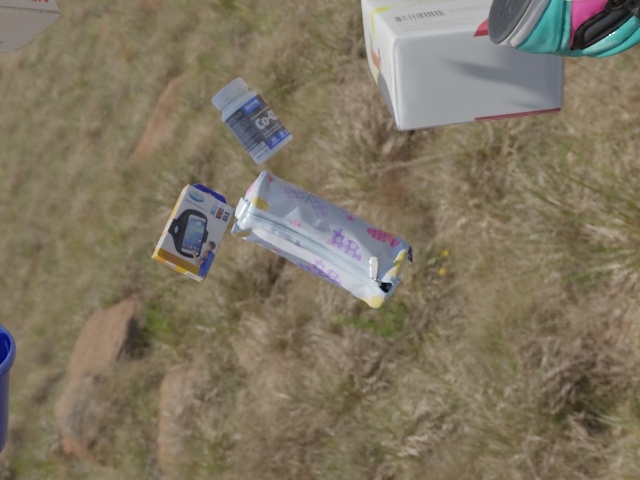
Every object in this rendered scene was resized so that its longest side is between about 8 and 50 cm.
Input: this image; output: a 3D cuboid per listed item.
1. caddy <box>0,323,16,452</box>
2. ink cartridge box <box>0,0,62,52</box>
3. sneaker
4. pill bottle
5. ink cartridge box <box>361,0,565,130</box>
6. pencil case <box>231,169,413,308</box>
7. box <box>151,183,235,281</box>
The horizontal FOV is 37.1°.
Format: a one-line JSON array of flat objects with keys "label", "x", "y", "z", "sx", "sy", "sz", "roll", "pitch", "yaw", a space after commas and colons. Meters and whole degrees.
[{"label": "caddy", "x": -0.514, "y": 0.181, "z": 1.102, "sx": 0.341, "sy": 0.241, "sz": 0.179, "roll": -32, "pitch": -47, "yaw": -58}, {"label": "ink cartridge box", "x": -0.428, "y": -0.339, "z": 1.128, "sx": 0.092, "sy": 0.218, "sz": 0.158, "roll": -27, "pitch": 0, "yaw": 23}, {"label": "sneaker", "x": 0.339, "y": -0.317, "z": 1.080, "sx": 0.295, "sy": 0.178, "sz": 0.124, "roll": 125, "pitch": 150, "yaw": -45}, {"label": "pill bottle", "x": -0.116, "y": -0.201, "z": 1.602, "sx": 0.078, "sy": 0.137, "sz": 0.078, "roll": -38, "pitch": 6, "yaw": 5}, {"label": "ink cartridge box", "x": 0.235, "y": -0.339, "z": 1.666, "sx": 0.385, "sy": 0.279, "sz": 0.161, "roll": -101, "pitch": 3, "yaw": -64}, {"label": "pencil case", "x": 0.000, "y": 0.000, "z": 1.452, "sx": 0.113, "sy": 0.273, "sz": 0.124, "roll": -59, "pitch": 6, "yaw": 32}, {"label": "box", "x": -0.182, "y": -0.018, "z": 1.396, "sx": 0.028, "sy": 0.081, "sz": 0.136, "roll": -21, "pitch": 45, "yaw": 63}]
